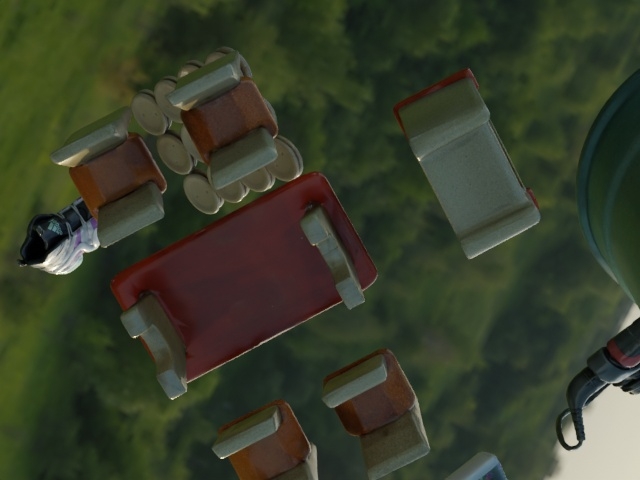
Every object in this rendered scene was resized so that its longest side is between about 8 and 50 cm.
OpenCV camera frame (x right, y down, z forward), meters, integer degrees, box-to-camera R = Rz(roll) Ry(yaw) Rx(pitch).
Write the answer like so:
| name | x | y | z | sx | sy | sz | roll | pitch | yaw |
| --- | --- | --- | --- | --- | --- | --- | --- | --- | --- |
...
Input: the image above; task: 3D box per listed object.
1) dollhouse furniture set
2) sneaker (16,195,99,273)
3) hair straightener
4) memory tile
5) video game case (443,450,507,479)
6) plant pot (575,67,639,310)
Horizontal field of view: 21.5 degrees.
| name | x | y | z | sx | sy | sz | roll | pitch | yaw |
| --- | --- | --- | --- | --- | --- | --- | --- | --- | --- |
| dollhouse furniture set | 0.000 | 0.000 | 1.040 | 0.259 | 0.262 | 0.135 | -27 | -167 | 5 |
| sneaker | -0.180 | -0.012 | 1.217 | 0.098 | 0.038 | 0.069 | -49 | 159 | 16 |
| hair straightener | 0.228 | 0.049 | 1.009 | 0.230 | 0.047 | 0.089 | -42 | 156 | -8 |
| memory tile | -0.079 | -0.081 | 1.265 | 0.012 | 0.113 | 0.148 | -42 | -166 | -35 |
| video game case | 0.080 | 0.268 | 1.168 | 0.190 | 0.173 | 0.022 | -34 | -158 | -24 |
| plant pot | 0.437 | 0.016 | 1.630 | 0.334 | 0.341 | 0.341 | -90 | -161 | -60 |
